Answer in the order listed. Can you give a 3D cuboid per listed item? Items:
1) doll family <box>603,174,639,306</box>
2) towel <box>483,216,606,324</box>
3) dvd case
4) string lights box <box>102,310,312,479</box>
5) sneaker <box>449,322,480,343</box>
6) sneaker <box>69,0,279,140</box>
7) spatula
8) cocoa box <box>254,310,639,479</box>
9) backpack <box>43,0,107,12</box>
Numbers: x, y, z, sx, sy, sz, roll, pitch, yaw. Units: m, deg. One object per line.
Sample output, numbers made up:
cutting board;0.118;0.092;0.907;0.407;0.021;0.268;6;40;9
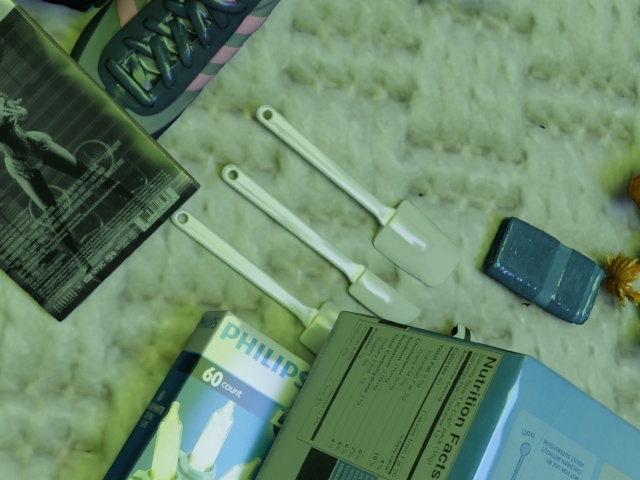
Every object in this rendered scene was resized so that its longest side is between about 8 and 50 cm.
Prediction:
doll family;0.364;0.009;1.052;0.163;0.118;0.263;0;104;-26
towel;0.215;0.030;1.026;0.119;0.029;0.067;30;77;-16
dvd case;-0.231;-0.065;0.847;0.164;0.018;0.221;-43;102;8
string lights box;-0.100;0.201;0.876;0.133;0.076;0.260;34;76;-14
sneaker;0.103;0.117;0.980;0.109;0.040;0.044;-32;81;-22
sneaker;-0.105;-0.194;0.872;0.112;0.131;0.319;39;79;-13
spatula;0.000;0.000;0.960;0.242;0.019;0.168;39;80;-12
cocoa box;0.148;0.240;0.839;0.347;0.228;0.232;34;76;-30
backpack;-0.242;-0.271;0.812;0.188;0.166;0.145;7;83;-22
